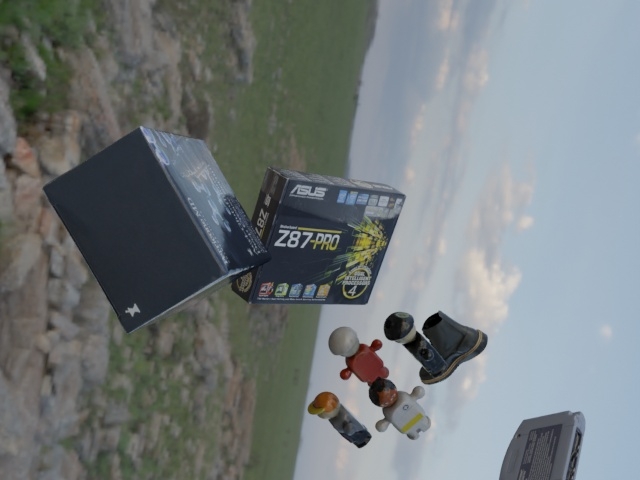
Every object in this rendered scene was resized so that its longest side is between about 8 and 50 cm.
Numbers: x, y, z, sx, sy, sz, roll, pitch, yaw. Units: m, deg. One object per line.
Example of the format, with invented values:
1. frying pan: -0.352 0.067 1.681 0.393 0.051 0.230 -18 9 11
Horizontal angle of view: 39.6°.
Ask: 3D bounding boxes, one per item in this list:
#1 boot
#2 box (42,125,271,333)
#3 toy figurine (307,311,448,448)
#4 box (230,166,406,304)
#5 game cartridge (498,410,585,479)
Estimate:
1. boot: 0.252 0.231 1.967 0.198 0.137 0.077 -45 -156 32
2. box: -0.284 -0.026 1.660 0.293 0.212 0.395 60 9 1
3. toy figurine: 0.098 0.245 1.571 0.148 0.213 0.209 48 47 -28
4. box: 0.000 0.000 2.176 0.097 0.395 0.318 32 -70 46
5. game cartridge: 0.544 0.555 2.212 0.060 0.196 0.294 55 40 -21
